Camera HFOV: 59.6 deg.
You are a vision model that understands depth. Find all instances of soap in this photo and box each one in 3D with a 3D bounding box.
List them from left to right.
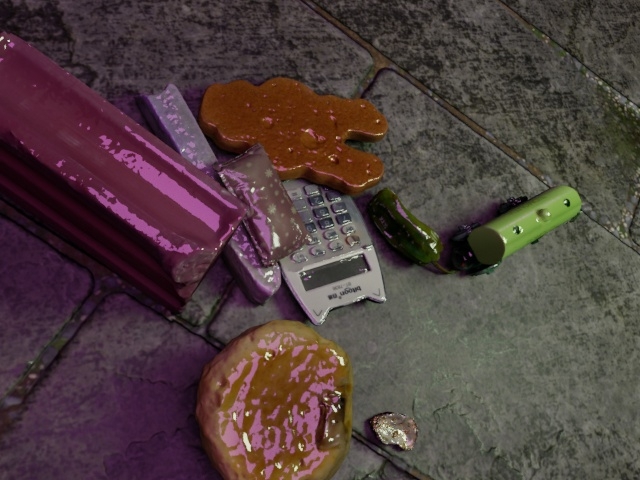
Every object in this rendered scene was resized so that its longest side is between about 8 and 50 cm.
[{"bbox_3d":[-0.290,-0.066,0.745,0.359,0.233,0.128,37,63,-6],"label":"soap"}]

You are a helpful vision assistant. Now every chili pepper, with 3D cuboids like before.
[{"bbox_3d":[0.165,-0.006,0.976,0.204,0.072,0.073,46,62,0],"label":"chili pepper"}]

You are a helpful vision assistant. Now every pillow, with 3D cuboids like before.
[{"bbox_3d":[-0.084,-0.059,0.858,0.118,0.043,0.185,-32,92,-44],"label":"pillow"}]

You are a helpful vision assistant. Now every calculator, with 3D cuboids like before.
[{"bbox_3d":[0.000,0.000,0.933,0.177,0.040,0.268,-15,78,-24],"label":"calculator"}]

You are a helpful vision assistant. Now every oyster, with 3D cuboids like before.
[{"bbox_3d":[0.115,0.300,0.889,0.083,0.019,0.054,22,68,-14],"label":"oyster"}]

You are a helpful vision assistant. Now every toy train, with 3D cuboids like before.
[{"bbox_3d":[0.354,-0.024,1.003,0.253,0.157,0.105,-25,85,-27],"label":"toy train"}]

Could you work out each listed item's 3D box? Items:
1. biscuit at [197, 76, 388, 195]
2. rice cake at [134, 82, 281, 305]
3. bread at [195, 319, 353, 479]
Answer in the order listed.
[{"bbox_3d":[-0.043,-0.188,0.968,0.333,0.047,0.202,11,63,-13],"label":"biscuit"},{"bbox_3d":[-0.173,-0.079,0.881,0.064,0.070,0.399,-28,84,-29],"label":"rice cake"},{"bbox_3d":[-0.060,0.234,0.786,0.244,0.134,0.244,6,73,-20],"label":"bread"}]
